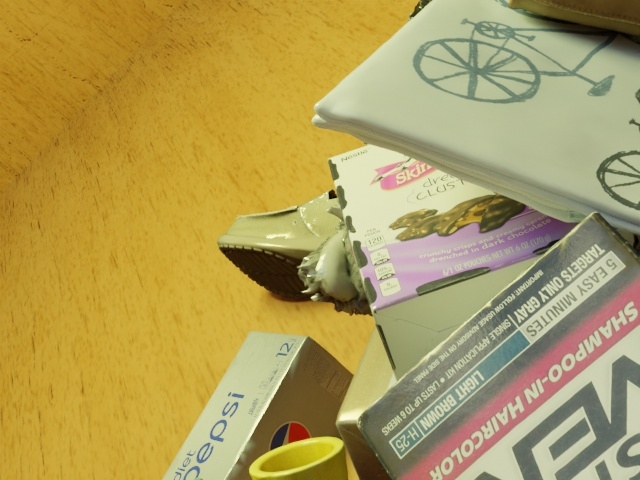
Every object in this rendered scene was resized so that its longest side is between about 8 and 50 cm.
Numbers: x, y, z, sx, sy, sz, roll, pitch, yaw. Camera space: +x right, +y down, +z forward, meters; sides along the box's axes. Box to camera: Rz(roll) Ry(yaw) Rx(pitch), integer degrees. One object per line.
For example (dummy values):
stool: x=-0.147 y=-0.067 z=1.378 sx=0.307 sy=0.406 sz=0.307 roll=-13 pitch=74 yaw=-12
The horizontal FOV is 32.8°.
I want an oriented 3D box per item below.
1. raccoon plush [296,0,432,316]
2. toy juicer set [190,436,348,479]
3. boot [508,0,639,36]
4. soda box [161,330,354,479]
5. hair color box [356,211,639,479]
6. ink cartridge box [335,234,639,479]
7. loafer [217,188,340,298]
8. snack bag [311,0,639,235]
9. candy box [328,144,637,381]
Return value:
raccoon plush: x=0.115 y=-0.062 z=1.046 sx=0.299 sy=0.216 sz=0.446 roll=-57 pitch=2 yaw=6
toy juicer set: x=-0.073 y=0.197 z=0.630 sx=0.209 sy=0.089 sz=0.329 roll=-16 pitch=6 yaw=-2
boot: x=0.296 y=-0.211 z=0.804 sx=0.236 sy=0.270 sz=0.089 roll=-60 pitch=-17 yaw=-49
soda box: x=-0.077 y=0.223 z=0.972 sx=0.098 sy=0.091 sz=0.286 roll=-2 pitch=52 yaw=53
hair color box: x=0.184 y=0.169 z=0.503 sx=0.174 sy=0.105 sz=0.347 roll=-43 pitch=55 yaw=10
ink cartridge box: x=0.152 y=0.082 z=0.728 sx=0.235 sy=0.088 sz=0.193 roll=-6 pitch=36 yaw=26
loafer: x=0.000 y=0.000 z=1.154 sx=0.269 sy=0.102 sz=0.092 roll=1 pitch=53 yaw=44
snack bag: x=0.211 y=-0.089 z=0.727 sx=0.323 sy=0.343 sz=0.037 roll=-48 pitch=-26 yaw=-50
candy box: x=0.103 y=-0.010 z=0.742 sx=0.165 sy=0.070 sz=0.196 roll=-19 pitch=33 yaw=3
